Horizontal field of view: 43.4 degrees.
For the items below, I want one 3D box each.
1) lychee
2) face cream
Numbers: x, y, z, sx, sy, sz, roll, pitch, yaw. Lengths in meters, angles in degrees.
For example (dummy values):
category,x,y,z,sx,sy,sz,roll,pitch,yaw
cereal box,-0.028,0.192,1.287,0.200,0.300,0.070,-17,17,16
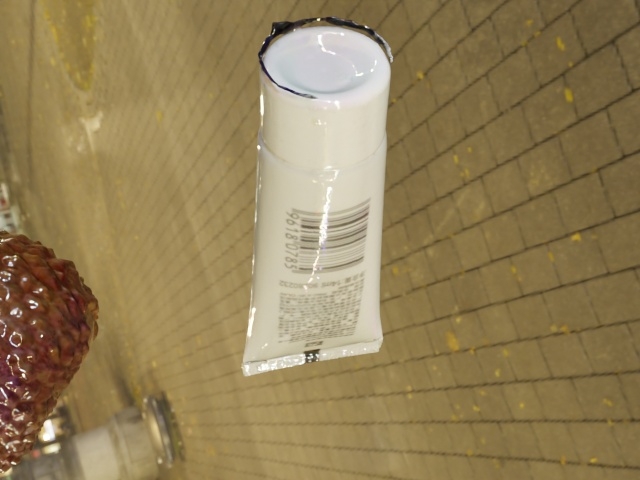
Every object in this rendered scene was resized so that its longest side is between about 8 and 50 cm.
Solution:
category,x,y,z,sx,sy,sz,roll,pitch,yaw
lychee,-0.275,0.076,0.627,0.188,0.188,0.188,165,90,-69
face cream,0.000,0.000,0.427,0.243,0.092,0.058,93,164,-50
